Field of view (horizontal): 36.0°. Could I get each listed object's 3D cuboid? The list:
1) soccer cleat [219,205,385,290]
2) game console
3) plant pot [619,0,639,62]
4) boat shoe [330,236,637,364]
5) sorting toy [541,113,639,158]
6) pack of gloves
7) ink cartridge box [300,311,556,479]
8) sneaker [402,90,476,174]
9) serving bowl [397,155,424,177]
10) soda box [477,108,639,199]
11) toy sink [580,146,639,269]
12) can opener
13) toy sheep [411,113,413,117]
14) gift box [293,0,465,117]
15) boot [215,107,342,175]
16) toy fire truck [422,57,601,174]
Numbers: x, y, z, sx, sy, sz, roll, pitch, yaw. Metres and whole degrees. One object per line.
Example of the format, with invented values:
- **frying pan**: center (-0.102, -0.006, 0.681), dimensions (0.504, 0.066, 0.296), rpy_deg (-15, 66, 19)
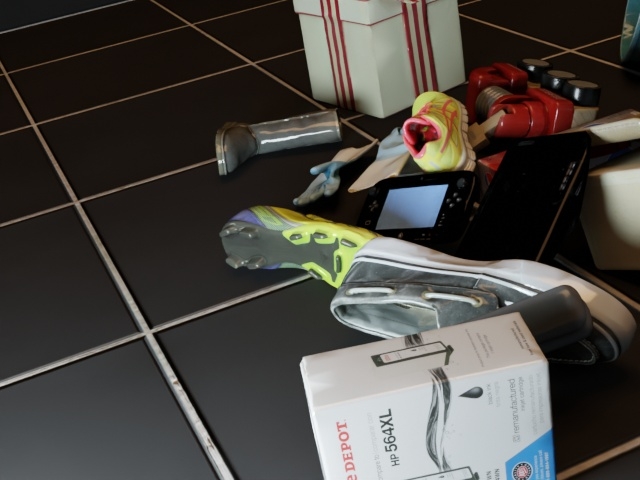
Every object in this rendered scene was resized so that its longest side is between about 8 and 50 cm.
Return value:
- **soccer cleat**: center (-0.001, -0.001, 1.294), dimensions (0.289, 0.093, 0.121), rpy_deg (9, 30, 34)
- **game console**: center (0.168, -0.030, 1.234), dimensions (0.361, 0.044, 0.213), rpy_deg (-3, 51, 51)
- **plant pot**: center (0.684, -0.426, 1.724), dimensions (0.255, 0.271, 0.271), rpy_deg (12, 31, 8)
- **boat shoe**: center (0.163, 0.090, 1.060), dimensions (0.335, 0.121, 0.119), rpy_deg (11, 53, 37)
- **sorting toy**: center (0.430, -0.140, 1.170), dimensions (0.229, 0.041, 0.307), rpy_deg (-15, 5, -25)
- **pack of gloves**: center (0.060, -0.132, 1.510), dimensions (0.195, 0.046, 0.232), rpy_deg (-19, 18, 31)
- **ink cartridge box**: center (0.096, 0.163, 0.875), dimensions (0.203, 0.148, 0.086), rpy_deg (-12, 29, -2)
- **sneaker**: center (0.157, -0.160, 1.401), dimensions (0.094, 0.081, 0.208), rpy_deg (25, 29, -24)
- **serving bowl**: center (0.143, -0.108, 1.520), dimensions (0.083, 0.027, 0.083), rpy_deg (-7, 27, 4)
- **soda box**: center (0.355, -0.101, 1.370), dimensions (0.263, 0.083, 0.092), rpy_deg (-20, 27, -16)
- **toy sink**: center (0.429, -0.044, 1.119), dimensions (0.153, 0.131, 0.234), rpy_deg (-23, 8, -24)
- **can opener**: center (0.132, 0.129, 0.960), dimensions (0.280, 0.074, 0.093), rpy_deg (-27, 64, 14)
- **toy sheep**: center (0.187, -0.188, 1.606), dimensions (0.091, 0.091, 0.132), rpy_deg (0, 42, 19)
- **gift box**: center (0.131, -0.400, 1.843), dimensions (0.255, 0.258, 0.276), rpy_deg (-30, 32, -33)
- **boot**: center (-0.068, -0.172, 1.691), dimensions (0.209, 0.076, 0.189), rpy_deg (0, 30, 6)
- **toy fire truck**: center (0.265, -0.181, 1.500), dimensions (0.246, 0.158, 0.217), rpy_deg (-2, 24, -18)
